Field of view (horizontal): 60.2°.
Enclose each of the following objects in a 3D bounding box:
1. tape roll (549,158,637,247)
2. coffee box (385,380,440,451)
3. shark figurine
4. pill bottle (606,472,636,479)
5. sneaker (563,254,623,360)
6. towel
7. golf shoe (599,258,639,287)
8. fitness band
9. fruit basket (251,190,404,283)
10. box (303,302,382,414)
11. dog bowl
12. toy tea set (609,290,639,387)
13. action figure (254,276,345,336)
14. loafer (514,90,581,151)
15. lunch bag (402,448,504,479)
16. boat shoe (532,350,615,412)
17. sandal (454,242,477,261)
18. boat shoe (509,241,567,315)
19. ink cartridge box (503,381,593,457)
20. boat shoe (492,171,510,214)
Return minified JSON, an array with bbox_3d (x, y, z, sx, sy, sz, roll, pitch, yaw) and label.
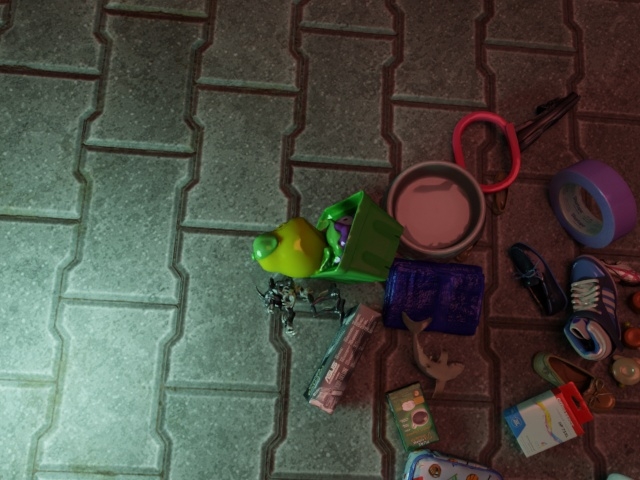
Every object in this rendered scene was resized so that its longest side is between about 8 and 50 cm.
[{"bbox_3d":[0.856,-0.116,1.751,0.090,0.275,0.274,-27,82,-9],"label":"tape roll"},{"bbox_3d":[0.281,0.537,1.686,0.113,0.040,0.184,-18,80,-8],"label":"coffee box"},{"bbox_3d":[0.312,0.359,1.684,0.278,0.116,0.166,49,65,-23],"label":"shark figurine"},{"bbox_3d":[0.855,0.900,1.563,0.229,0.229,0.407,33,78,2],"label":"pill bottle"},{"bbox_3d":[0.826,0.208,1.703,0.236,0.130,0.322,-5,81,-47],"label":"sneaker"},{"bbox_3d":[0.356,0.177,1.725,0.309,0.076,0.227,6,88,-7],"label":"towel"},{"bbox_3d":[1.008,0.108,1.823,0.186,0.067,0.085,9,76,-3],"label":"golf shoe"},{"bbox_3d":[0.554,-0.297,1.854,0.209,0.054,0.290,-10,77,12],"label":"fitness band"},{"bbox_3d":[0.000,0.000,1.609,0.393,0.392,0.282,20,77,0],"label":"fruit basket"},{"bbox_3d":[0.059,0.342,1.607,0.077,0.242,0.307,29,78,1],"label":"box"},{"bbox_3d":[0.364,-0.099,1.766,0.349,0.102,0.348,-1,79,6],"label":"dog bowl"},{"bbox_3d":[1.065,0.328,1.780,0.200,0.124,0.335,12,79,28],"label":"toy tea set"},{"bbox_3d":[-0.073,0.190,1.639,0.276,0.164,0.140,1,41,15],"label":"action figure"},{"bbox_3d":[0.763,-0.428,1.899,0.303,0.109,0.095,-40,80,-8],"label":"loafer"},{"bbox_3d":[0.384,0.759,1.614,0.304,0.115,0.243,16,80,0],"label":"lunch bag"},{"bbox_3d":[0.801,0.447,1.723,0.285,0.089,0.104,30,77,2],"label":"boat shoe"},{"bbox_3d":[0.492,-0.012,1.814,0.072,0.049,0.180,27,77,1],"label":"sandal"},{"bbox_3d":[0.693,0.124,1.772,0.089,0.109,0.258,-33,80,-21],"label":"boat shoe"},{"bbox_3d":[0.691,0.537,1.665,0.231,0.078,0.134,-29,81,11],"label":"ink cartridge box"},{"bbox_3d":[0.610,-0.163,1.856,0.056,0.048,0.152,14,78,-2],"label":"boat shoe"}]
